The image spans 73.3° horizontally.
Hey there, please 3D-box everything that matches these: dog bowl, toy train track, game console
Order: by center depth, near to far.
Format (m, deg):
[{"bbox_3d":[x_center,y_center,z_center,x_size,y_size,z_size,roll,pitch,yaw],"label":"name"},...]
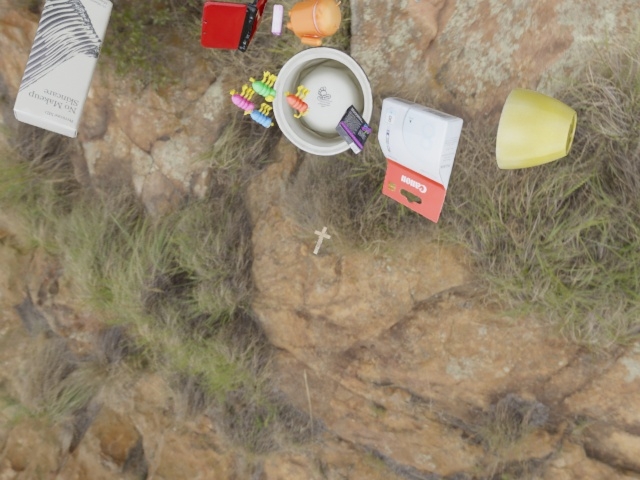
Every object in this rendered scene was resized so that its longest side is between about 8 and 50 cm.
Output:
[{"bbox_3d":[-0.165,-0.441,0.836,0.085,0.124,0.144,27,165,-14],"label":"game console"},{"bbox_3d":[0.000,0.000,1.271,0.048,0.014,0.084,21,84,7],"label":"toy train track"},{"bbox_3d":[0.023,-0.558,1.725,0.407,0.150,0.409,7,117,14],"label":"dog bowl"}]

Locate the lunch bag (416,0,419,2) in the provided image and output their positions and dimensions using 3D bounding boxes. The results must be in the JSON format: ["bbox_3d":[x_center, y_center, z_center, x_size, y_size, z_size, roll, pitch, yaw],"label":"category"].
[{"bbox_3d":[0.373,-0.937,1.515,0.261,0.223,0.160,9,115,15],"label":"lunch bag"}]

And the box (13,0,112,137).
[{"bbox_3d":[-0.510,-0.358,0.857,0.113,0.276,0.094,14,174,-32],"label":"box"}]

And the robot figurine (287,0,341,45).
[{"bbox_3d":[-0.018,-0.796,1.547,0.219,0.158,0.128,13,150,37],"label":"robot figurine"}]

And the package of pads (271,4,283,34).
[{"bbox_3d":[-0.138,-0.714,1.394,0.031,0.050,0.084,8,106,-1],"label":"package of pads"}]

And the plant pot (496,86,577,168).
[{"bbox_3d":[0.358,-0.179,0.704,0.095,0.134,0.135,15,128,35],"label":"plant pot"}]

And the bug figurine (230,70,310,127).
[{"bbox_3d":[-0.178,-0.458,1.441,0.278,0.072,0.216,-6,162,44],"label":"bug figurine"}]

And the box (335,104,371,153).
[{"bbox_3d":[0.117,-0.386,1.486,0.029,0.162,0.116,-26,116,40],"label":"box"}]

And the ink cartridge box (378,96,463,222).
[{"bbox_3d":[0.328,-0.290,1.563,0.308,0.091,0.386,38,132,43],"label":"ink cartridge box"}]
